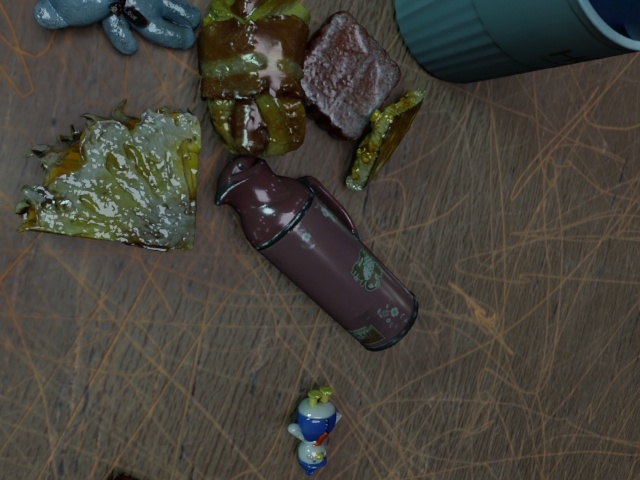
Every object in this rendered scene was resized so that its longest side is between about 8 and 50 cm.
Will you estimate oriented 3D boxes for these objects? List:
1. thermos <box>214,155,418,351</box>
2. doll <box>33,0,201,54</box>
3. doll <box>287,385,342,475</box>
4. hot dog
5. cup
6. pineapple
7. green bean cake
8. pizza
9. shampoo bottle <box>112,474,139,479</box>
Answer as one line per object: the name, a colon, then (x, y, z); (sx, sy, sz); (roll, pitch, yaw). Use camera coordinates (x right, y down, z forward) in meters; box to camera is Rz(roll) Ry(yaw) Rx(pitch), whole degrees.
thermos: (0.001, 0.003, 0.684); (0.330, 0.109, 0.136); (44, 80, -22)
doll: (-0.223, -0.274, 0.564); (0.179, 0.075, 0.120); (12, 89, -25)
doll: (-0.009, 0.290, 0.753); (0.098, 0.057, 0.143); (0, 103, -38)
hot dog: (-0.081, -0.206, 0.597); (0.146, 0.103, 0.214); (-4, 87, 9)
cup: (0.293, -0.374, 0.645); (0.257, 0.311, 0.331); (43, 79, -23)
pineapple: (-0.221, -0.060, 0.579); (0.236, 0.114, 0.186); (-35, 109, -18)
green bean cake: (0.029, -0.223, 0.692); (0.135, 0.056, 0.135); (39, 81, -24)
pizza: (0.088, -0.149, 0.700); (0.041, 0.131, 0.178); (34, 99, 12)
shampoo bottle: (-0.317, 0.457, 0.630); (0.118, 0.076, 0.314); (44, 80, -25)
